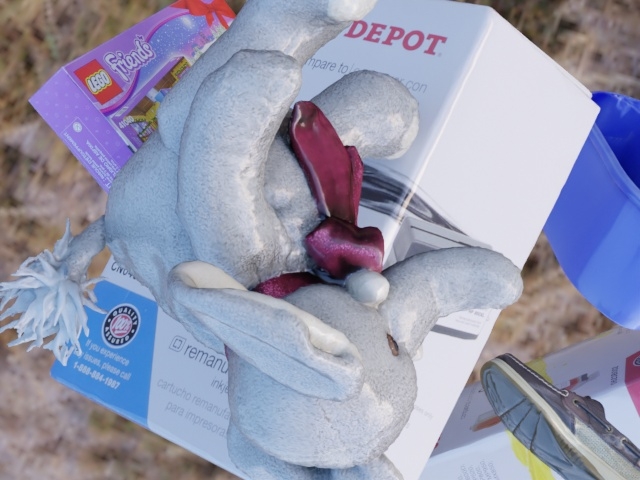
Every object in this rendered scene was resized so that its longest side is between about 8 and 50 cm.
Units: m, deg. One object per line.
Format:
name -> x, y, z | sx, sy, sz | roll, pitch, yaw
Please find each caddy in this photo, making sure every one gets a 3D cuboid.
caddy -> 0.376, -0.035, 1.846 | 0.241, 0.341, 0.179 | 18, 118, -22

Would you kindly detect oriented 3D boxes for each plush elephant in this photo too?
plush elephant -> -0.006, 0.023, 1.079 | 0.255, 0.330, 0.272 | 44, 167, 21

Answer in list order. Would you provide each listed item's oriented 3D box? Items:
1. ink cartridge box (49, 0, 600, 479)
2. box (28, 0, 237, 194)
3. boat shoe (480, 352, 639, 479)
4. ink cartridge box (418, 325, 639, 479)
ink cartridge box -> 0.000, 0.000, 1.397 | 0.285, 0.395, 0.166 | 18, 168, 47
box -> -0.120, -0.115, 1.637 | 0.057, 0.293, 0.201 | -38, 93, 33
boat shoe -> 0.257, 0.192, 1.744 | 0.223, 0.073, 0.080 | 45, 152, 14
ink cartridge box -> 0.315, 0.238, 2.144 | 0.385, 0.279, 0.160 | -24, 98, 16
